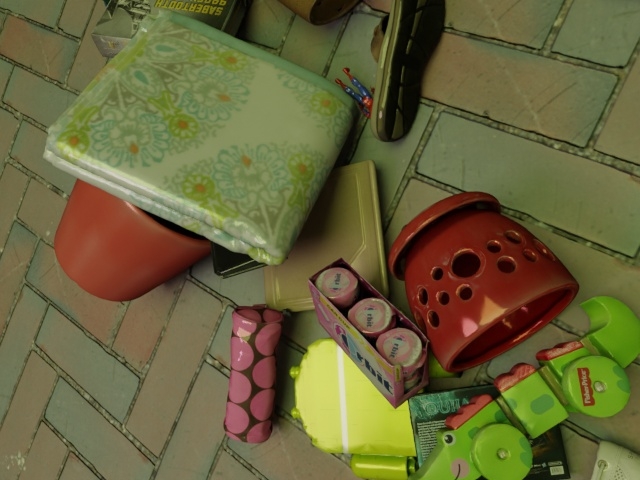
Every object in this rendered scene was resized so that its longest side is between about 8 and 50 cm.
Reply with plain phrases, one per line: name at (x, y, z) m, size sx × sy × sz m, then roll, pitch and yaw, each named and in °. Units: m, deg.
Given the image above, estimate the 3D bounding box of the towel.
towel at (-0.162, -0.164, 0.831) m, size 0.374 × 0.090 × 0.321 m, roll 24°, pitch 61°, yaw 1°

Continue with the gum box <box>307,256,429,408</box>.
gum box at (0.066, 0.123, 0.743) m, size 0.062 × 0.107 × 0.188 m, roll -32°, pitch 50°, yaw -18°

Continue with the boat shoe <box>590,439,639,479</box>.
boat shoe at (0.295, 0.364, 0.649) m, size 0.096 × 0.098 × 0.277 m, roll 29°, pitch 77°, yaw 33°

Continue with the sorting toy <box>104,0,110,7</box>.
sorting toy at (-0.354, -0.391, 1.101) m, size 0.127 × 0.126 × 0.366 m, roll -43°, pitch 67°, yaw 18°

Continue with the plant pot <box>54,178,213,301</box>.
plant pot at (-0.315, -0.037, 0.971) m, size 0.243 × 0.274 × 0.275 m, roll -41°, pitch 66°, yaw 27°

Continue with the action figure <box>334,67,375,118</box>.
action figure at (0.072, -0.229, 0.901) m, size 0.038 × 0.030 × 0.115 m, roll -47°, pitch 70°, yaw 22°

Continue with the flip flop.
flip flop at (0.116, -0.289, 0.852) m, size 0.080 × 0.112 × 0.277 m, roll 18°, pitch 98°, yaw 44°

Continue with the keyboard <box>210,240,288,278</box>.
keyboard at (-0.094, -0.093, 0.912) m, size 0.201 × 0.033 × 0.317 m, roll -21°, pitch 52°, yaw 8°

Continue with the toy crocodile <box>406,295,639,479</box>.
toy crocodile at (0.239, 0.194, 0.660) m, size 0.340 × 0.115 × 0.105 m, roll -35°, pitch 75°, yaw -1°

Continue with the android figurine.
android figurine at (0.075, 0.225, 0.824) m, size 0.272 × 0.056 × 0.249 m, roll -9°, pitch 80°, yaw 24°

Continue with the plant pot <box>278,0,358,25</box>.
plant pot at (-0.036, -0.489, 0.902) m, size 0.237 × 0.237 × 0.254 m, roll -36°, pitch 83°, yaw 20°

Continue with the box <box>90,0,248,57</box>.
box at (-0.268, -0.402, 1.013) m, size 0.230 × 0.056 × 0.183 m, roll 11°, pitch 62°, yaw 9°

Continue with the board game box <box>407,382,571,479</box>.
board game box at (0.214, 0.251, 0.725) m, size 0.186 × 0.026 × 0.126 m, roll -9°, pitch 79°, yaw 6°

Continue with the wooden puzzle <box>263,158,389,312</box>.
wooden puzzle at (0.000, 0.000, 0.908) m, size 0.238 × 0.044 × 0.221 m, roll -11°, pitch 79°, yaw 32°

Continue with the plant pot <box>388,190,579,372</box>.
plant pot at (0.195, 0.047, 0.713) m, size 0.191 × 0.191 × 0.174 m, roll -41°, pitch 57°, yaw 19°

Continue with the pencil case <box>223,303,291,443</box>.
pencil case at (-0.106, 0.208, 0.893) m, size 0.095 × 0.098 × 0.210 m, roll 6°, pitch 99°, yaw -15°
